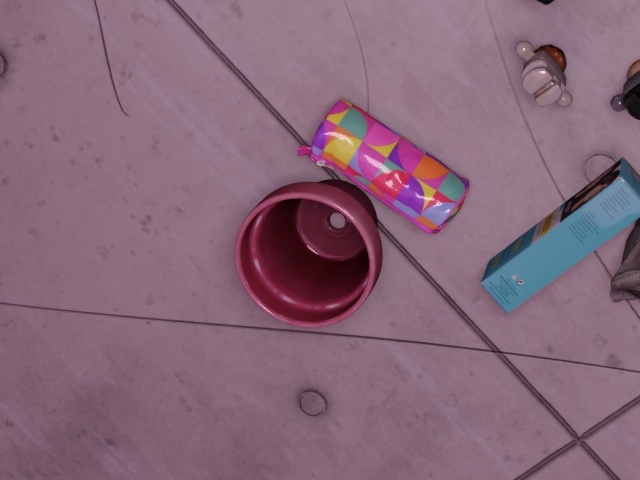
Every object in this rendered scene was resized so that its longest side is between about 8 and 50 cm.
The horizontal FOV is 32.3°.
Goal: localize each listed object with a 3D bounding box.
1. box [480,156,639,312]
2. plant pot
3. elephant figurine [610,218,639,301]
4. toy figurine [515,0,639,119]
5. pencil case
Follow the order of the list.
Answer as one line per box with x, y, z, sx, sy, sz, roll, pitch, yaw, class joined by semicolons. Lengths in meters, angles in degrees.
0.334;-0.006;1.511;0.244;0.100;0.060;-41;94;25;box
0.000;0.000;1.571;0.201;0.180;0.201;5;111;15;plant pot
0.456;0.039;1.413;0.169;0.239;0.186;2;111;16;elephant figurine
0.355;-0.267;1.389;0.212;0.148;0.210;6;117;12;toy figurine
0.092;-0.100;1.552;0.236;0.104;0.104;31;116;4;pencil case
